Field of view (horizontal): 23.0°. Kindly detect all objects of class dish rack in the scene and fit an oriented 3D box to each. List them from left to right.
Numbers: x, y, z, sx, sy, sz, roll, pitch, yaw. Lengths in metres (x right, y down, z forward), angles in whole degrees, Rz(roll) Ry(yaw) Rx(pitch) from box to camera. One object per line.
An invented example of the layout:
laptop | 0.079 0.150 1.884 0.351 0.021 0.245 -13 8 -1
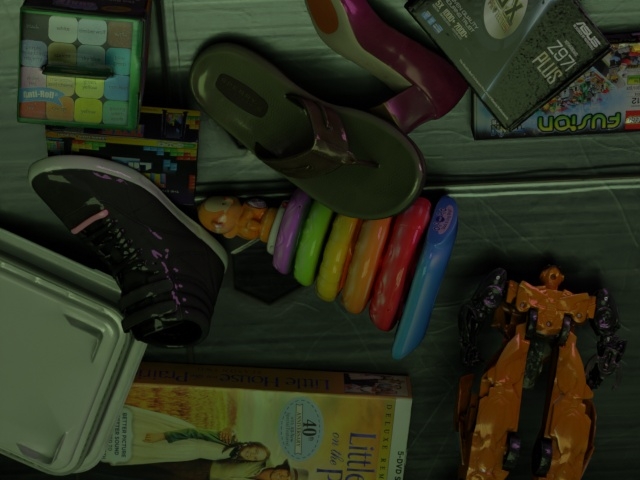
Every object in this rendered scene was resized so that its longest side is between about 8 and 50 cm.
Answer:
dish rack | -0.393 0.133 1.890 0.333 0.072 0.285 24 115 2

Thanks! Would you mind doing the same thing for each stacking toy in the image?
stacking toy | 0.000 0.000 1.845 0.302 0.175 0.166 17 121 5

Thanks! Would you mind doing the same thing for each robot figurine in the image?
robot figurine | 0.254 0.174 1.903 0.211 0.085 0.291 12 81 -7

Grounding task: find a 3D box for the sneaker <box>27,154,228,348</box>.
sneaker | -0.216 0.021 1.784 0.104 0.147 0.296 -26 136 30

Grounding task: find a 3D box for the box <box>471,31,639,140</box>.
box | 0.278 -0.178 1.808 0.207 0.036 0.114 -3 117 0

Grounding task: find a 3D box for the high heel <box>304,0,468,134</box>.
high heel | 0.072 -0.240 1.767 0.117 0.082 0.244 -37 99 -23

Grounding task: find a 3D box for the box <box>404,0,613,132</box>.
box | 0.204 -0.234 1.722 0.147 0.077 0.180 -39 99 6

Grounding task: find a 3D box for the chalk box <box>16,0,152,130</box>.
chalk box | -0.252 -0.200 1.682 0.132 0.213 0.132 6 117 -4

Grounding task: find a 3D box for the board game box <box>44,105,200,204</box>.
board game box | -0.224 -0.099 1.789 0.170 0.048 0.141 4 150 -3

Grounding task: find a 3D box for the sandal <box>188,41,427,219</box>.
sandal | -0.026 -0.114 1.751 0.303 0.086 0.120 29 107 10

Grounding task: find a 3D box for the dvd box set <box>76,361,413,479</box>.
dvd box set | -0.104 0.306 2.027 0.420 0.062 0.308 4 116 -3
